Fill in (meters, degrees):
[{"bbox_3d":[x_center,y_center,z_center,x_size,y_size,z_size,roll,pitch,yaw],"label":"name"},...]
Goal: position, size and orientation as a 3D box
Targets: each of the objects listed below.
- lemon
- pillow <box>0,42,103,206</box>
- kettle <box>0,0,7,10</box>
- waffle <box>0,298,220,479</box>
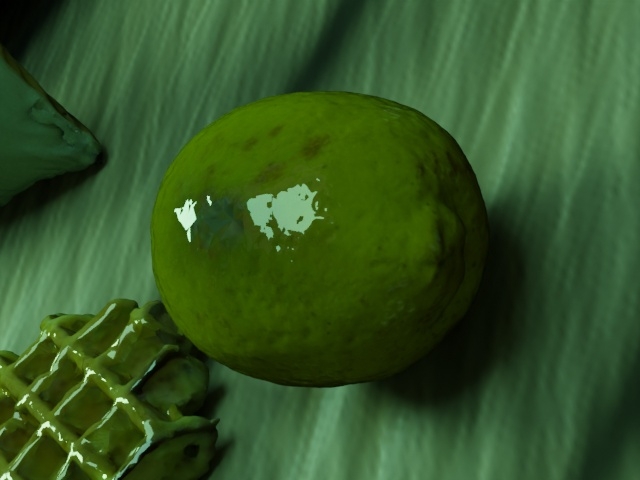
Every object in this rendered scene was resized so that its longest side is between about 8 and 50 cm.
[{"bbox_3d":[0.000,0.000,0.983,0.207,0.170,0.170,-2,59,42],"label":"lemon"},{"bbox_3d":[-0.361,-0.108,1.319,0.310,0.312,0.119,-22,37,33],"label":"pillow"},{"bbox_3d":[-0.323,-0.265,1.489,0.308,0.203,0.262,-58,18,-5],"label":"kettle"},{"bbox_3d":[-0.179,0.163,1.112,0.283,0.065,0.309,-24,46,32],"label":"waffle"}]
